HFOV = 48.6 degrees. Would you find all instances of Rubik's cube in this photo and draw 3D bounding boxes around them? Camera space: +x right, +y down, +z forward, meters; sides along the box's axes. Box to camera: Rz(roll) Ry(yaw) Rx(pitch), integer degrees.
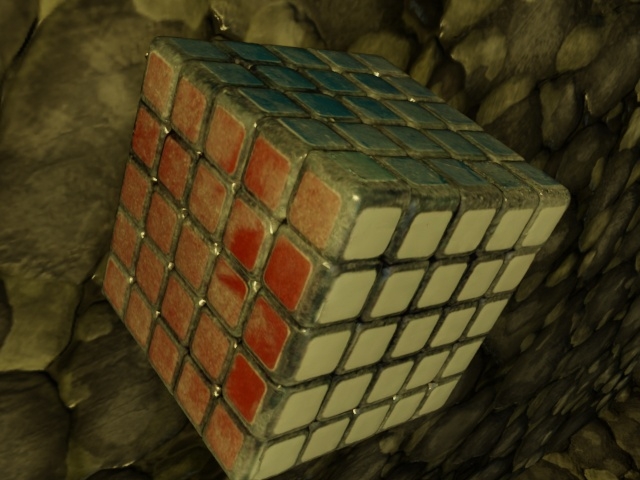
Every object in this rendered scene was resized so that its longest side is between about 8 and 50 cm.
[{"bbox_3d":[0.000,0.000,0.549,0.237,0.237,0.238,-6,129,-41],"label":"Rubik's cube"}]
